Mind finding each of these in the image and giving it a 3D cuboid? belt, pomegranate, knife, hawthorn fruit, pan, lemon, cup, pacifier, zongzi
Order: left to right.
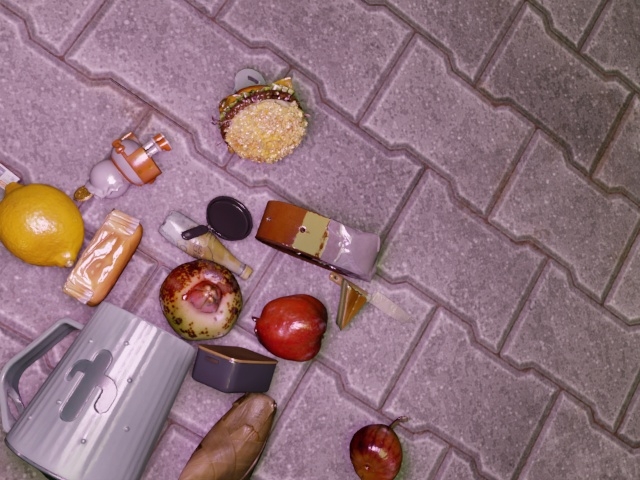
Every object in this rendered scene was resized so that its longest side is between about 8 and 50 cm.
[{"bbox_3d":[-0.670,-0.036,1.530,0.187,0.187,0.244,-41,97,-15],"label":"lemon"},{"bbox_3d":[-0.534,0.352,1.488,0.400,0.310,0.392,31,73,-14],"label":"cup"},{"bbox_3d":[-0.296,0.146,1.595,0.214,0.248,0.214,2,80,-14],"label":"pomegranate"},{"bbox_3d":[-0.277,-0.042,1.673,0.235,0.028,0.136,-26,80,-47],"label":"pan"},{"bbox_3d":[-0.230,0.493,1.576,0.145,0.300,0.274,22,77,20],"label":"zongzi"},{"bbox_3d":[-0.181,-0.391,1.734,0.126,0.116,0.150,33,73,-38],"label":"pacifier"},{"bbox_3d":[-0.085,0.229,1.699,0.202,0.185,0.185,9,84,1],"label":"hawthorn fruit"},{"bbox_3d":[0.000,0.000,1.705,0.338,0.217,0.122,22,81,-16],"label":"belt"},{"bbox_3d":[0.154,0.166,1.845,0.297,0.017,0.047,33,74,-12],"label":"knife"}]

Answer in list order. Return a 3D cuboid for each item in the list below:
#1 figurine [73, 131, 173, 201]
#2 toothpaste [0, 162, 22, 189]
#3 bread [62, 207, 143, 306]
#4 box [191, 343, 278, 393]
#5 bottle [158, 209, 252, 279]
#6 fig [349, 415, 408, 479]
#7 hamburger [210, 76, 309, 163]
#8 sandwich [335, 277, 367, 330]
[{"bbox_3d":[-0.503,-0.184,1.613,0.271,0.143,0.143,-24,93,-18],"label":"figurine"},{"bbox_3d":[-0.829,-0.197,1.566,0.196,0.040,0.047,40,81,-10],"label":"toothpaste"},{"bbox_3d":[-0.534,0.045,1.585,0.107,0.136,0.241,31,76,-12],"label":"bread"},{"bbox_3d":[-0.218,0.328,1.624,0.201,0.144,0.090,21,83,-58],"label":"box"},{"bbox_3d":[-0.299,0.022,1.688,0.269,0.083,0.083,36,78,-16],"label":"bottle"},{"bbox_3d":[0.154,0.568,1.763,0.149,0.148,0.202,48,31,-37],"label":"fig"},{"bbox_3d":[-0.155,-0.298,1.673,0.261,0.243,0.139,-17,59,-5],"label":"hamburger"},{"bbox_3d":[0.060,0.177,1.779,0.074,0.074,0.116,40,88,-15],"label":"sandwich"}]
